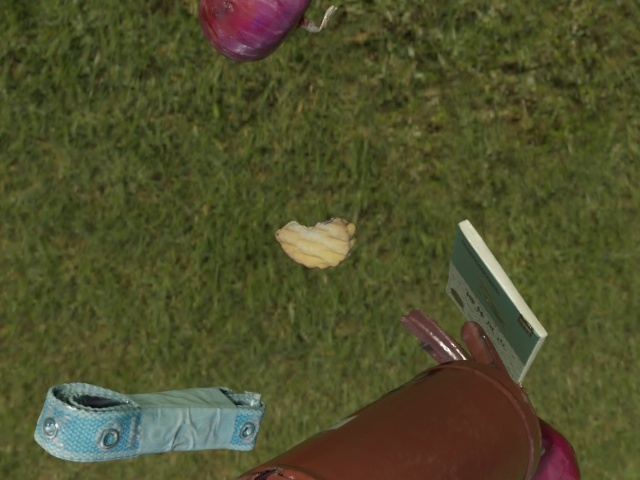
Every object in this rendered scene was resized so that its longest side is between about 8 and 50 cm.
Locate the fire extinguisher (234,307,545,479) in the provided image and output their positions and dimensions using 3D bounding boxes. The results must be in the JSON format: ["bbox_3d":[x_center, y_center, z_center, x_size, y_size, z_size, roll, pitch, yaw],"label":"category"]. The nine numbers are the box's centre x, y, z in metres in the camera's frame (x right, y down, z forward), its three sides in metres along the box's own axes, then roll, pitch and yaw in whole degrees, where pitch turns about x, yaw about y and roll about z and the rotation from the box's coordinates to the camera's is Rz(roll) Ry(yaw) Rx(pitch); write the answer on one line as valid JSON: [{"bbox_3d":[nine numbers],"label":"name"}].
[{"bbox_3d":[0.055,0.126,0.652,0.106,0.337,0.147,-43,76,29],"label":"fire extinguisher"}]

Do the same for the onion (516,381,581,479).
[{"bbox_3d":[0.290,0.303,1.482,0.195,0.218,0.140,19,152,-12],"label":"onion"}]

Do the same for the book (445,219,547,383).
[{"bbox_3d":[0.335,0.133,1.995,0.031,0.264,0.379,-30,159,-8],"label":"book"}]

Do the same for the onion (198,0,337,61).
[{"bbox_3d":[-0.077,-0.311,1.316,0.177,0.177,0.153,-26,104,23],"label":"onion"}]

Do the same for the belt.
[{"bbox_3d":[-0.186,0.204,1.180,0.302,0.087,0.072,9,98,-47],"label":"belt"}]

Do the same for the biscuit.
[{"bbox_3d":[0.000,0.000,2.067,0.183,0.061,0.118,-9,118,34],"label":"biscuit"}]
